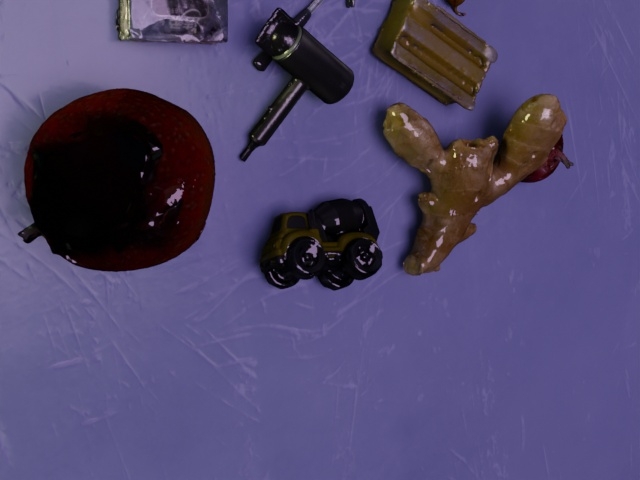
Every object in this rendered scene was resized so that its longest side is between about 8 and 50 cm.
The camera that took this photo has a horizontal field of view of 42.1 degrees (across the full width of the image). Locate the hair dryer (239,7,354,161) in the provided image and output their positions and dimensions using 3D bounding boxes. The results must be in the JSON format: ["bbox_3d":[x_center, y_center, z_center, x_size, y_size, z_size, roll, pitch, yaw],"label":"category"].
[{"bbox_3d":[-0.080,-0.250,1.449,0.196,0.078,0.248,32,95,-40],"label":"hair dryer"}]

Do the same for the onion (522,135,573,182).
[{"bbox_3d":[0.462,-0.181,1.716,0.150,0.140,0.150,-13,118,-26],"label":"onion"}]

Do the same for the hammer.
[{"bbox_3d":[-0.029,-0.391,1.478,0.103,0.029,0.246,43,81,-27],"label":"hammer"}]

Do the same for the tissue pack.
[{"bbox_3d":[-0.237,-0.436,1.331,0.173,0.073,0.235,-3,102,-26],"label":"tissue pack"}]

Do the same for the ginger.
[{"bbox_3d":[0.300,-0.115,1.642,0.363,0.122,0.348,-10,118,-17],"label":"ginger"}]

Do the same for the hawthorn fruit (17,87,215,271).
[{"bbox_3d":[-0.293,-0.091,1.244,0.316,0.316,0.315,-6,103,-27],"label":"hawthorn fruit"}]

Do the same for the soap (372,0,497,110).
[{"bbox_3d":[0.220,-0.359,1.588,0.233,0.076,0.135,26,88,-31],"label":"soap"}]

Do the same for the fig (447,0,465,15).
[{"bbox_3d":[0.265,-0.470,1.609,0.050,0.050,0.083,-37,137,-16],"label":"fig"}]

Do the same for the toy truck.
[{"bbox_3d":[0.000,0.000,1.524,0.224,0.147,0.165,1,76,-25],"label":"toy truck"}]
